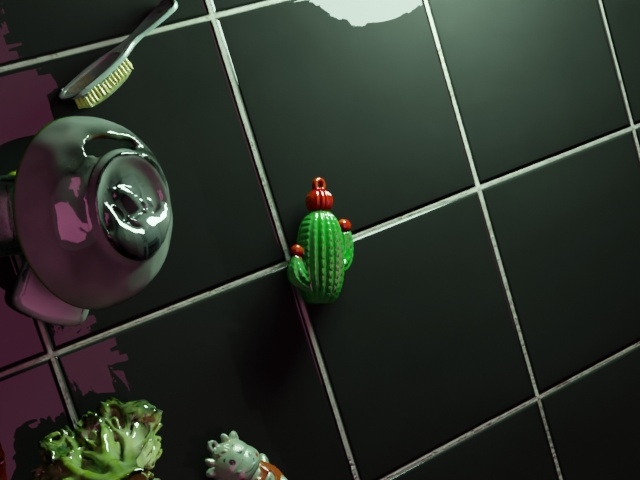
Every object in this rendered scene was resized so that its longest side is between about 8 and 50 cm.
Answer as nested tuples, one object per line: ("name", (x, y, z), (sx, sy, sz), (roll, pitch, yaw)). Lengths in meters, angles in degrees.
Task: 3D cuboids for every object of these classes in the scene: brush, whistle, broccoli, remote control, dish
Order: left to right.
("remote control", (-0.436, 0.002, 1.840), (0.140, 0.056, 0.296), (21, 80, -23))
("broccoli", (-0.354, 0.415, 1.767), (0.248, 0.246, 0.288), (15, 86, -37))
("dish", (-0.335, -0.052, 1.707), (0.324, 0.124, 0.324), (16, 71, -56))
("brush", (-0.352, -0.330, 1.900), (0.297, 0.068, 0.060), (-49, 130, -23))
("whistle", (-0.125, 0.461, 1.977), (0.102, 0.106, 0.253), (-44, 109, -5))

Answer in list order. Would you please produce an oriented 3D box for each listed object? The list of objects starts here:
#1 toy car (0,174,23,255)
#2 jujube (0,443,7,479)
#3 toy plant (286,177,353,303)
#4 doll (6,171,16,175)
("toy car", (-0.475, -0.041, 1.708), (0.321, 0.097, 0.141), (-8, 91, -42))
("jujube", (-0.674, 0.382, 1.584), (0.377, 0.276, 0.276), (-5, 91, -31))
("toy plant", (0.008, 0.011, 2.074), (0.155, 0.088, 0.240), (35, 61, -36))
("doll", (-0.660, -0.089, 1.682), (0.346, 0.099, 0.341), (49, 58, -16))
